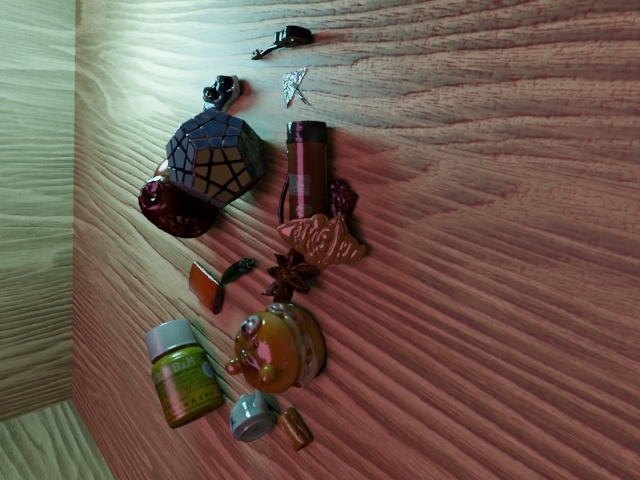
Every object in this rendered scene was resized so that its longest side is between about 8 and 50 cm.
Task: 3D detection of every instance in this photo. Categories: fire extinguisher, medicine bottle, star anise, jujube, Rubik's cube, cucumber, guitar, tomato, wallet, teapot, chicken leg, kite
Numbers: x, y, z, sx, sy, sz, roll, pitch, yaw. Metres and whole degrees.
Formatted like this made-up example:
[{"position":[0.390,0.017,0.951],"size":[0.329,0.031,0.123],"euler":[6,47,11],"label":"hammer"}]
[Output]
[{"position":[-0.046,-0.141,1.218],"size":[0.200,0.113,0.375],"euler":[-172,79,-68],"label":"fire extinguisher"},{"position":[-0.562,0.532,1.716],"size":[0.224,0.225,0.384],"euler":[-45,64,38],"label":"medicine bottle"},{"position":[-0.087,0.106,1.278],"size":[0.196,0.111,0.212],"euler":[-54,26,12],"label":"star anise"},{"position":[-0.503,-0.125,1.514],"size":[0.223,0.318,0.222],"euler":[-2,81,15],"label":"jujube"},{"position":[-0.332,-0.258,1.360],"size":[0.319,0.319,0.264],"euler":[55,155,25],"label":"Rubik's cube"},{"position":[-0.298,0.106,1.523],"size":[0.250,0.056,0.055],"euler":[-29,75,44],"label":"cucumber"},{"position":[-0.131,-0.586,1.266],"size":[0.271,0.084,0.038],"euler":[9,98,50],"label":"guitar"},{"position":[-0.620,-0.233,1.715],"size":[0.199,0.112,0.227],"euler":[132,137,-53],"label":"tomato"},{"position":[-0.458,0.187,1.694],"size":[0.204,0.045,0.142],"euler":[32,118,38],"label":"wallet"},{"position":[-0.250,0.606,1.479],"size":[0.159,0.159,0.231],"euler":[46,116,30],"label":"teapot"},{"position":[0.065,-0.070,1.152],"size":[0.093,0.053,0.204],"euler":[-9,94,29],"label":"chicken leg"},{"position":[-0.077,-0.454,1.266],"size":[0.156,0.011,0.139],"euler":[56,131,25],"label":"kite"}]

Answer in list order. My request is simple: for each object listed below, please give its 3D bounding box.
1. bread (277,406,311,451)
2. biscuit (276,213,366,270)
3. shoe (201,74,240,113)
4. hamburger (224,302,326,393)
[{"position":[-0.086,0.616,1.380],"size":[0.132,0.054,0.074],"euler":[50,130,28],"label":"bread"},{"position":[0.000,0.000,1.129],"size":[0.251,0.035,0.162],"euler":[14,102,12],"label":"biscuit"},{"position":[-0.365,-0.508,1.474],"size":[0.207,0.106,0.091],"euler":[-26,76,49],"label":"shoe"},{"position":[-0.148,0.332,1.280],"size":[0.277,0.237,0.275],"euler":[6,99,41],"label":"hamburger"}]
